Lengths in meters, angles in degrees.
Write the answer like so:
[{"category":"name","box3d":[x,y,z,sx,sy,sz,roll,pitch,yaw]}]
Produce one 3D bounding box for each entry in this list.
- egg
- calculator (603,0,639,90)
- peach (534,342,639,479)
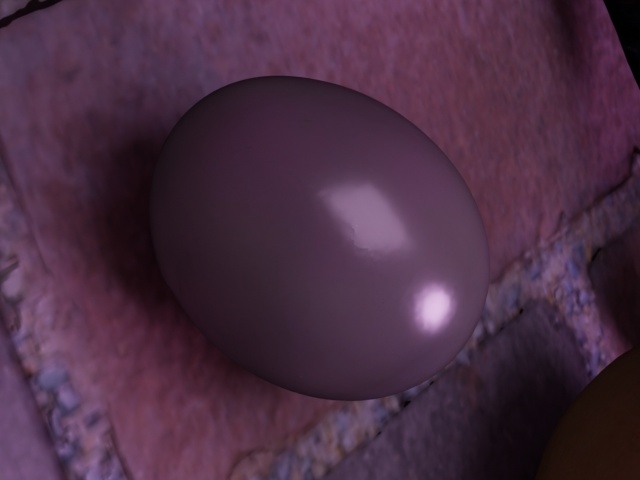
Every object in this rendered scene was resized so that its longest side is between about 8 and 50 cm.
[{"category":"egg","box3d":[0.000,0.000,0.533,0.135,0.103,0.103,37,57,-36]},{"category":"calculator","box3d":[0.249,-0.181,0.755,0.248,0.058,0.274,-24,94,-7]},{"category":"peach","box3d":[0.184,0.156,0.661,0.232,0.232,0.232,10,77,-48]}]
